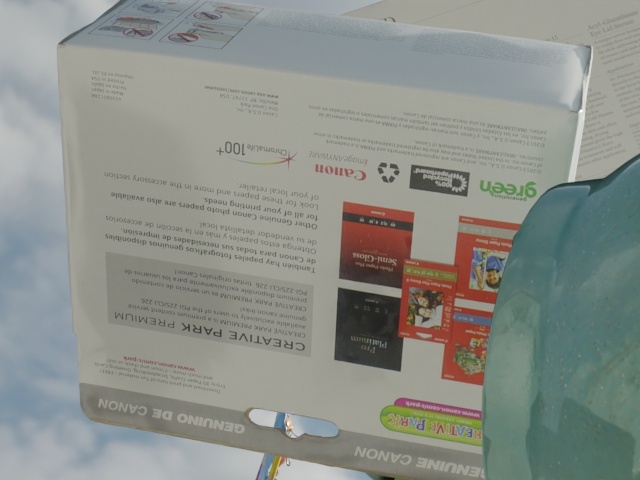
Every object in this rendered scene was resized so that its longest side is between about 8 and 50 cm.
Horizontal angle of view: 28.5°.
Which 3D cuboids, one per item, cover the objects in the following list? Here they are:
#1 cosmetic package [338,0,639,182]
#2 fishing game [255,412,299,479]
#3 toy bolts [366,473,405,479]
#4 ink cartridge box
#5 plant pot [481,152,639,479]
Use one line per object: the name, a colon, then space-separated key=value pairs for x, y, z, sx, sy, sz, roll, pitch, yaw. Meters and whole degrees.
cosmetic package: x=0.175 y=-0.101 z=1.131 sx=0.377 sy=0.284 sz=0.097 roll=-18 pitch=-12 yaw=-3
fishing game: x=-0.048 y=0.254 z=1.439 sx=0.041 sy=0.264 sz=0.189 roll=18 pitch=-92 yaw=-2
toy bolts: x=0.131 y=0.197 z=1.219 sx=0.218 sy=0.158 sz=0.228 roll=11 pitch=-26 yaw=-22
ink cartridge box: x=0.000 y=0.000 z=0.819 sx=0.309 sy=0.130 sz=0.272 roll=9 pitch=-62 yaw=11
plant pot: x=0.187 y=0.067 z=0.534 sx=0.196 sy=0.293 sz=0.293 roll=4 pitch=-46 yaw=29
